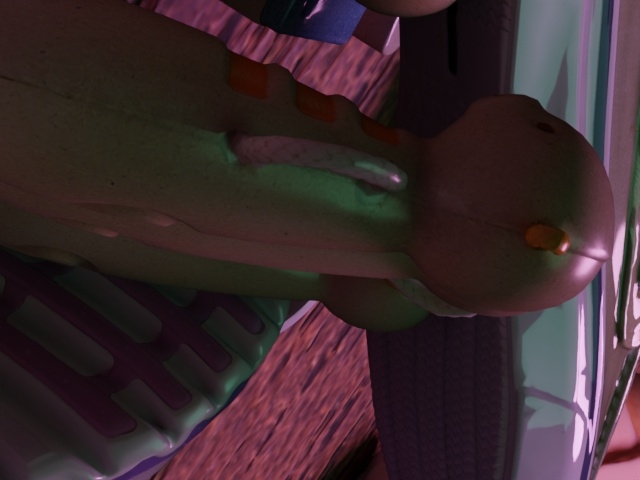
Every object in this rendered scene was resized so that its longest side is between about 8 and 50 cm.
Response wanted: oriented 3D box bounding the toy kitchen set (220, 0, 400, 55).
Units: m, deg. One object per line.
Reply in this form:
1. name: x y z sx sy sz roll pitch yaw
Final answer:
1. toy kitchen set: 0.090 -0.096 0.658 0.122 0.166 0.207 -62 157 14

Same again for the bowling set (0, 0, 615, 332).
1. bowling set: 0.004 -0.078 0.462 0.287 0.154 0.200 -174 -81 -79

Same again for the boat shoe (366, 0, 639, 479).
1. boat shoe: 0.078 -0.017 0.599 0.094 0.109 0.302 -9 119 -22

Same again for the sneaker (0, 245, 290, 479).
1. sneaker: -0.105 0.077 0.611 0.236 0.095 0.104 -45 162 -15

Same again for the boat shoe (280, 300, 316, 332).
1. boat shoe: 0.000 0.000 0.781 0.100 0.035 0.035 -59 156 -11

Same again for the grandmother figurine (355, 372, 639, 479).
1. grandmother figurine: 0.116 0.144 1.127 0.342 0.104 0.208 -13 124 -62
